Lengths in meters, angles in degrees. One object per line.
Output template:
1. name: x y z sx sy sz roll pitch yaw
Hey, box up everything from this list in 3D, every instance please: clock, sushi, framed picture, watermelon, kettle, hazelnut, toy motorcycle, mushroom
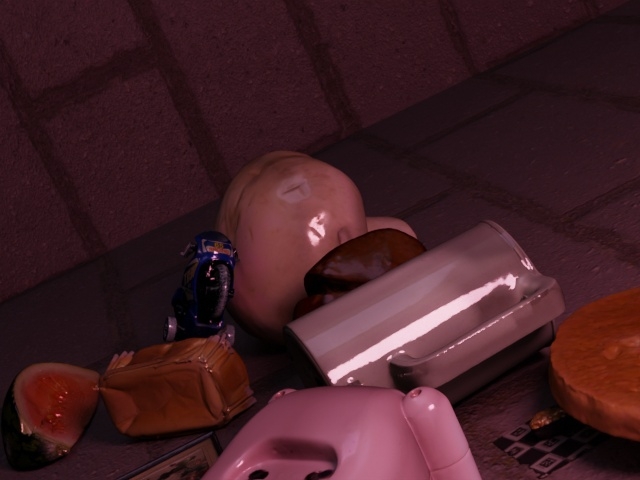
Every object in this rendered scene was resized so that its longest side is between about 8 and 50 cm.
1. clock: -0.024 0.309 1.378 0.342 0.184 0.326 -15 21 48
2. sushi: 0.305 0.202 1.480 0.201 0.031 0.139 -28 16 -14
3. framed picture: -0.228 0.353 1.817 0.195 0.010 0.199 -26 15 -7
4. watermelon: -0.504 0.292 2.216 0.159 0.128 0.303 -21 16 9
5. kettle: 0.134 0.118 1.619 0.318 0.205 0.265 -27 -22 -12
6. hazelnut: 0.076 0.104 1.854 0.217 0.217 0.251 -4 47 52
7. toy motorcycle: -0.193 0.089 2.042 0.113 0.169 0.315 8 -26 -17
8. mushroom: -0.031 -0.009 2.141 0.353 0.325 0.353 -34 -7 -5

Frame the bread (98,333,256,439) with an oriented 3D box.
1. bread: -0.229 0.233 1.986 0.241 0.136 0.107 -15 16 31

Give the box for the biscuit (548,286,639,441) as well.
1. biscuit: 0.443 0.129 1.423 0.365 0.062 0.385 -15 15 7

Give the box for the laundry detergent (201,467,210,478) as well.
1. laundry detergent: -0.140 0.345 1.647 0.097 0.049 0.165 -29 13 -6
